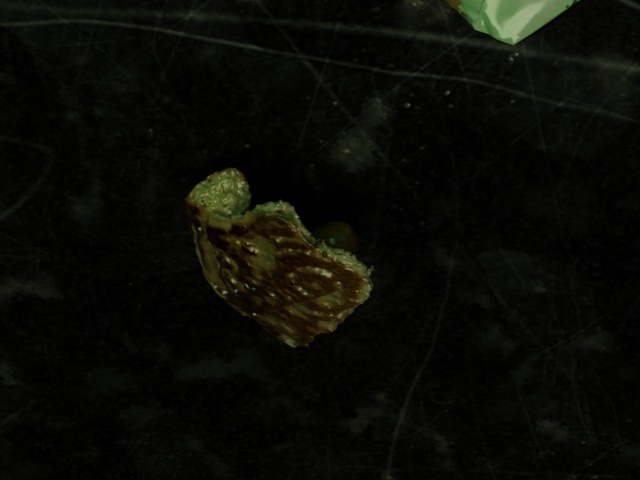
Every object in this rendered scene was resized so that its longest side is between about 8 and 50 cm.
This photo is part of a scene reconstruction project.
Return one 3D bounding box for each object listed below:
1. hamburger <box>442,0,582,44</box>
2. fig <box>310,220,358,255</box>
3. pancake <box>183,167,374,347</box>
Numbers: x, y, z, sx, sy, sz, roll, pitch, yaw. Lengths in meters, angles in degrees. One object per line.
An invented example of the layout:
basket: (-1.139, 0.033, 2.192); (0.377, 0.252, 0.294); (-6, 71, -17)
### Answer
hamburger: (0.145, -0.283, 1.582); (0.235, 0.125, 0.214); (-28, 121, 25)
fig: (0.000, 0.000, 1.946); (0.083, 0.050, 0.050); (15, 138, 16)
pancake: (-0.059, 0.020, 1.940); (0.212, 0.056, 0.257); (33, 147, -7)
